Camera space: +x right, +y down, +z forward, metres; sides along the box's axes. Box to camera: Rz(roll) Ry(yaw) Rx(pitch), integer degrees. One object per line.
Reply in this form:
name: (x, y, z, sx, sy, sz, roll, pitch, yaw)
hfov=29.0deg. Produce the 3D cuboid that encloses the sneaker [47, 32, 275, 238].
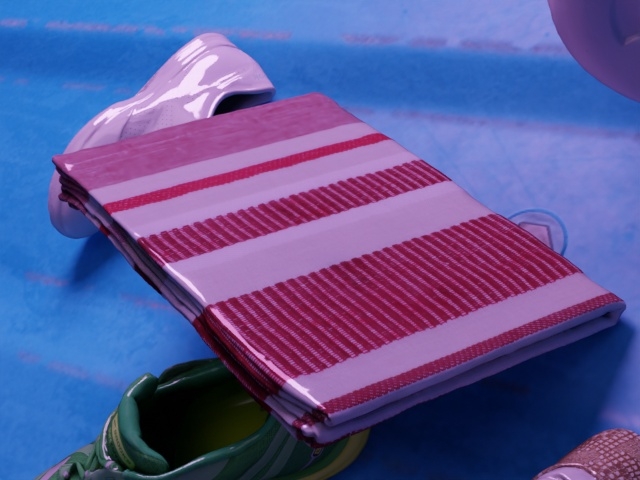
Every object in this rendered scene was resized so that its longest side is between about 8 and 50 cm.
sneaker: (-0.127, -0.073, 0.999, 0.212, 0.080, 0.094, -47, 58, -6)

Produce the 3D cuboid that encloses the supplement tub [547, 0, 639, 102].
supplement tub: (0.257, -0.261, 0.775, 0.228, 0.228, 0.316, -11, 55, 27)

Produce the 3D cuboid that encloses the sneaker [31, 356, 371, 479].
sneaker: (-0.113, 0.139, 0.803, 0.295, 0.123, 0.109, -30, 48, 12)

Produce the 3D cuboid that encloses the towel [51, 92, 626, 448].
towel: (0.000, 0.000, 0.809, 0.237, 0.037, 0.329, -18, 38, -30)

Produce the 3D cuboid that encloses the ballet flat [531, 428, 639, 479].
ballet flat: (0.112, 0.181, 0.669, 0.073, 0.067, 0.206, 26, 75, 41)
